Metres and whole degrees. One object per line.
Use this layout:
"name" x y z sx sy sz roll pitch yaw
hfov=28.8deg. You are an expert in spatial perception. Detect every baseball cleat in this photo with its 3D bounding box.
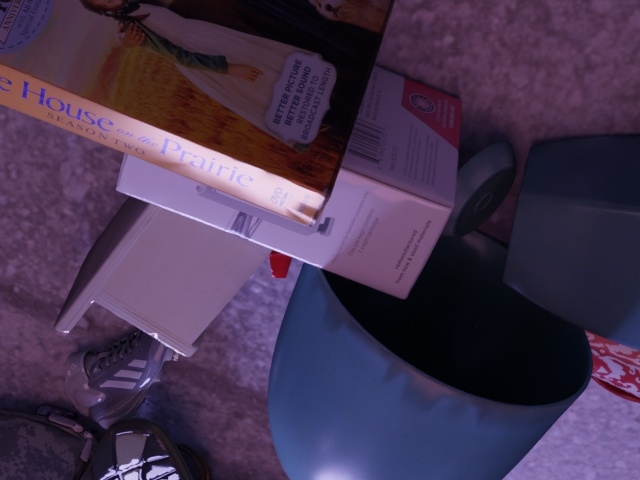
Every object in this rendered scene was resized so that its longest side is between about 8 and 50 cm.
"baseball cleat" -0.228 0.139 1.410 0.109 0.072 0.206 26 121 -8

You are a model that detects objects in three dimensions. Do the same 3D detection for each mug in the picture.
"mug" 0.322 0.121 1.298 0.169 0.113 0.150 22 122 -2

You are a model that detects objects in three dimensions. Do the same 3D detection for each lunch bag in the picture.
"lunch bag" -0.400 0.343 1.435 0.255 0.305 0.213 -7 124 17

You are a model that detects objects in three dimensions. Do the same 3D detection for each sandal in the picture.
"sandal" -0.180 0.298 1.506 0.120 0.086 0.303 -3 140 19

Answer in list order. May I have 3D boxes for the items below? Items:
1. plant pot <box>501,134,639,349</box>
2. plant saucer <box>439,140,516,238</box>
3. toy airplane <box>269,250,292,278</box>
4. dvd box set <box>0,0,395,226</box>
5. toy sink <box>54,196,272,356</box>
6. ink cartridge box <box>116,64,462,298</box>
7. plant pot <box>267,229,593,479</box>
"plant pot" 0.301 -0.002 1.192 0.234 0.166 0.166 11 124 9
"plant saucer" 0.153 -0.043 1.214 0.021 0.119 0.119 43 126 24
"toy airplane" 0.000 0.000 1.312 0.151 0.028 0.151 4 124 5
"dvd box set" -0.151 -0.221 1.031 0.420 0.308 0.062 22 149 -6
"toy sink" -0.145 0.012 1.268 0.131 0.153 0.234 34 120 -14
"ink cartridge box" -0.022 -0.092 1.148 0.283 0.207 0.117 21 125 -5
"plant pot" 0.080 0.142 1.225 0.293 0.293 0.235 23 119 -7
